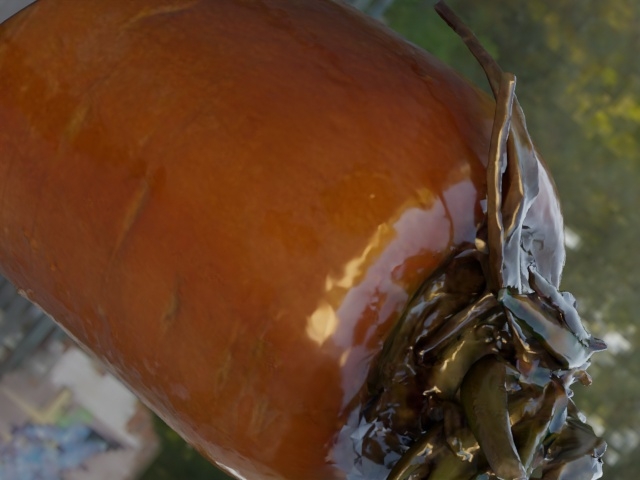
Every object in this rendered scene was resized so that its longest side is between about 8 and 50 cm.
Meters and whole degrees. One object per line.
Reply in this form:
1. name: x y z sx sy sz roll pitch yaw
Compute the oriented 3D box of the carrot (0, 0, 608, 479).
1. carrot: 0.000 0.000 0.764 0.214 0.331 0.193 -48 150 -1
